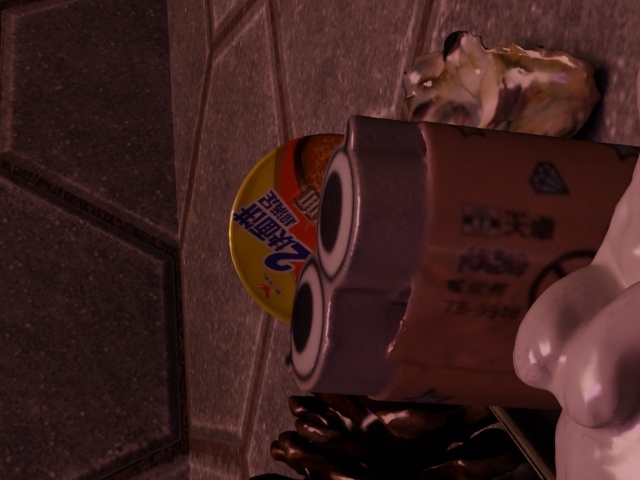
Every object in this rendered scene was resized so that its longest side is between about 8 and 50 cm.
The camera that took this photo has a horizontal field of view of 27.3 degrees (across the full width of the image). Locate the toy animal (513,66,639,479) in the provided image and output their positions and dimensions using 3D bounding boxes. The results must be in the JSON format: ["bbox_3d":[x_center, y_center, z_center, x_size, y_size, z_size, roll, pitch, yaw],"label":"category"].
[{"bbox_3d":[0.219,0.044,0.617,0.194,0.258,0.357,-178,103,-75],"label":"toy animal"}]

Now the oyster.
[{"bbox_3d":[0.128,-0.063,1.153,0.351,0.115,0.237,131,149,-57],"label":"oyster"}]

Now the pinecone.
[{"bbox_3d":[0.070,0.177,1.052,0.244,0.244,0.309,-150,74,-72],"label":"pinecone"}]

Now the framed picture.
[{"bbox_3d":[0.181,0.157,0.791,0.011,0.183,0.142,-53,24,10],"label":"framed picture"}]

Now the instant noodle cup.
[{"bbox_3d":[0.000,0.000,1.433,0.174,0.213,0.213,144,129,-81],"label":"instant noodle cup"}]

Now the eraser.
[{"bbox_3d":[0.139,0.027,0.743,0.087,0.291,0.171,-109,28,-56],"label":"eraser"}]
